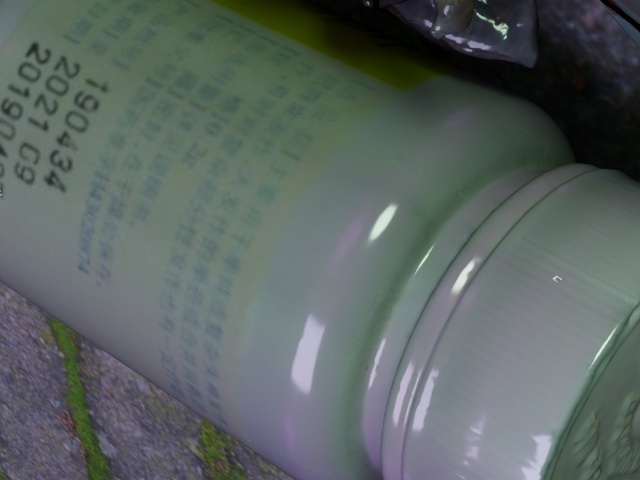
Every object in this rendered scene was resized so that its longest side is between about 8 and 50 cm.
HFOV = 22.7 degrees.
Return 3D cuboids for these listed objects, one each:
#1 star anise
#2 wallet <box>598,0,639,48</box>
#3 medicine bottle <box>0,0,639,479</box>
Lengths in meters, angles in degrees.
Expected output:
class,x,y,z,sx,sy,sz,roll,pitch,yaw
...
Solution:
class,x,y,z,sx,sy,sz,roll,pitch,yaw
star anise,0.018,-0.143,0.700,0.230,0.081,0.262,42,177,-23
wallet,0.140,-0.115,0.603,0.250,0.075,0.176,46,179,1
medicine bottle,0.000,0.000,0.789,0.379,0.213,0.213,30,145,30
